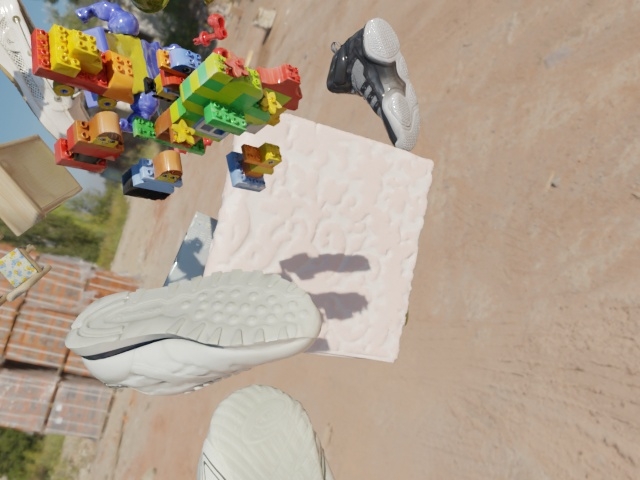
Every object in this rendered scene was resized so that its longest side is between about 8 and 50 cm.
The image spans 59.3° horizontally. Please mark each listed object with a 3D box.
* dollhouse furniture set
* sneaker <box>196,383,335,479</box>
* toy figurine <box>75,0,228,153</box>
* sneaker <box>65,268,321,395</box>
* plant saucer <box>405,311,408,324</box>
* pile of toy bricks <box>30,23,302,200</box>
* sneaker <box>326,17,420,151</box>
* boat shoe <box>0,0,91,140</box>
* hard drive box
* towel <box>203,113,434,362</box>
[{"bbox_3d":[-0.738,-0.032,1.175,0.394,0.362,0.256,-34,16,5],"label":"dollhouse furniture set"},{"bbox_3d":[-0.019,0.173,0.283,0.237,0.085,0.086,-114,20,-63],"label":"sneaker"},{"bbox_3d":[-0.280,-0.296,0.848,0.191,0.217,0.363,1,108,34],"label":"toy figurine"},{"bbox_3d":[-0.107,0.092,0.512,0.090,0.235,0.095,-72,-29,-53],"label":"sneaker"},{"bbox_3d":[0.138,0.114,1.366,0.045,0.188,0.188,-31,63,49],"label":"plant saucer"},{"bbox_3d":[-0.084,-0.100,0.412,0.105,0.212,0.118,-28,66,37],"label":"pile of toy bricks"},{"bbox_3d":[0.106,-0.303,1.164,0.153,0.101,0.269,-10,102,39],"label":"sneaker"},{"bbox_3d":[-0.427,-0.255,0.907,0.096,0.277,0.098,-30,31,2],"label":"boat shoe"},{"bbox_3d":[-0.297,0.068,1.332,0.181,0.089,0.232,136,155,-75],"label":"hard drive box"},{"bbox_3d":[0.000,0.000,0.830,0.053,0.317,0.332,-172,94,-69],"label":"towel"}]
